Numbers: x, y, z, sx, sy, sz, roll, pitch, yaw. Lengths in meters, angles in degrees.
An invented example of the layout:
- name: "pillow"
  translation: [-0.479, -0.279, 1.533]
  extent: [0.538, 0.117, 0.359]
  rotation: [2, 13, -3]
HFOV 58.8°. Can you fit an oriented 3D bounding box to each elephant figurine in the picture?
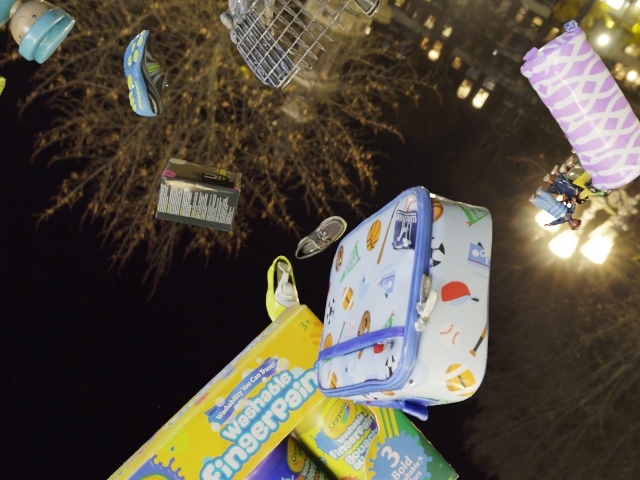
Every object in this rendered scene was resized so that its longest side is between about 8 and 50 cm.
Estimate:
- name: "elephant figurine"
  translation: [-0.190, -0.647, 1.589]
  extent: [0.186, 0.169, 0.239]
  rotation: [65, 172, -6]

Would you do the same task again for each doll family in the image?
- name: "doll family"
  translation: [0.504, -0.101, 1.112]
  extent: [0.111, 0.193, 0.076]
  rotation: [35, -134, 0]

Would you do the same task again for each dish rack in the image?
- name: "dish rack"
  translation: [-0.040, -0.431, 1.091]
  extent: [0.074, 0.271, 0.208]
  rotation: [8, -137, -56]

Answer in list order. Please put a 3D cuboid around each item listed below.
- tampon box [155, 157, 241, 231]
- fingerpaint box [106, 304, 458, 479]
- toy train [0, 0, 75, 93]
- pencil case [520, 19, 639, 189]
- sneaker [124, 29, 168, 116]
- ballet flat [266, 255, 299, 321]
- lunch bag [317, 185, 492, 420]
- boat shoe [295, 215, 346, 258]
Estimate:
- name: "tampon box"
  translation: [-0.260, -0.100, 1.225]
  extent: [0.161, 0.101, 0.120]
  rotation: [11, -157, -12]
- name: "fingerpaint box"
  translation: [-0.074, 0.384, 0.884]
  extent: [0.445, 0.163, 0.371]
  rotation: [-42, -86, -16]
- name: "toy train"
  translation: [-0.339, -0.152, 0.476]
  extent: [0.143, 0.248, 0.105]
  rotation: [39, 164, -20]
- name: "pencil case"
  translation: [0.330, -0.161, 0.708]
  extent: [0.206, 0.086, 0.088]
  rotation: [55, 171, -8]
- name: "sneaker"
  translation: [-0.364, -0.350, 1.199]
  extent: [0.078, 0.067, 0.188]
  rotation: [2, -102, -51]
- name: "ballet flat"
  translation: [-0.090, 0.118, 1.365]
  extent: [0.077, 0.077, 0.231]
  rotation: [10, -148, -17]
- name: "lunch bag"
  translation: [0.087, 0.085, 0.678]
  extent: [0.115, 0.303, 0.243]
  rotation: [16, -111, -13]
- name: "boat shoe"
  translation: [0.000, 0.000, 1.299]
  extent: [0.056, 0.152, 0.049]
  rotation: [42, -141, -10]
